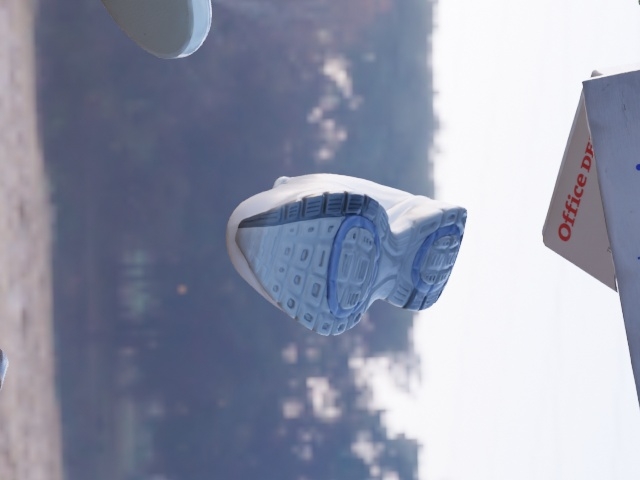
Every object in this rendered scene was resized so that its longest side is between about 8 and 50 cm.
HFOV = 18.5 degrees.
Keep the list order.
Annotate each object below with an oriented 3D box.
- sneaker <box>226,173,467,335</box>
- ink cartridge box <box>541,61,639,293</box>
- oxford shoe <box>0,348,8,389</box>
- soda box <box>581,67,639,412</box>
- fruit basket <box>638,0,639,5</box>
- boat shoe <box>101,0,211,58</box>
[{"bbox_3d":[0.000,0.000,1.494,0.297,0.129,0.111,6,106,-64],"label":"sneaker"},{"bbox_3d":[0.363,-0.027,1.867,0.273,0.115,0.198,36,-56,37],"label":"ink cartridge box"},{"bbox_3d":[-0.257,0.144,1.305,0.212,0.076,0.076,112,-10,-54],"label":"oxford shoe"},{"bbox_3d":[0.264,0.016,1.438,0.091,0.098,0.286,9,70,-78],"label":"soda box"},{"bbox_3d":[0.460,-0.249,1.642,0.327,0.353,0.165,46,5,-19],"label":"fruit basket"},{"bbox_3d":[-0.114,-0.222,1.268,0.079,0.081,0.227,-38,-107,40],"label":"boat shoe"}]
